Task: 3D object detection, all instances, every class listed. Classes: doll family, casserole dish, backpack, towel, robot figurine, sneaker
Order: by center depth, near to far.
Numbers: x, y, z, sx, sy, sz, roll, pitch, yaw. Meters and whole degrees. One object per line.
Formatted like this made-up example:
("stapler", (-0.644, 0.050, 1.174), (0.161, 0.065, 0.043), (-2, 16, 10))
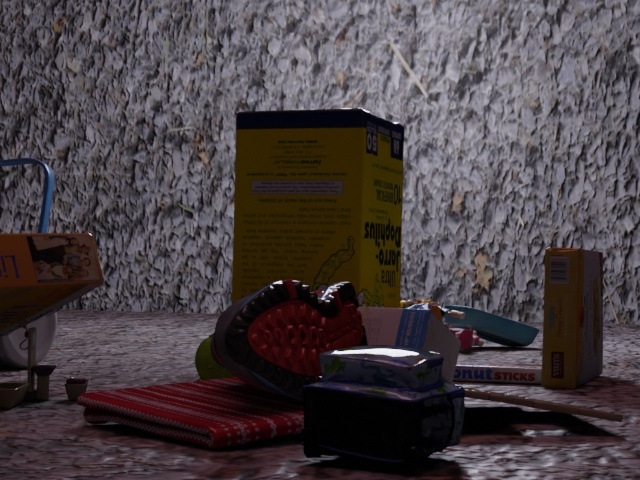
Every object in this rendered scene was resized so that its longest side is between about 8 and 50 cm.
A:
("backpack", (0.052, 0.119, 0.920), (0.105, 0.084, 0.114), (3, -3, 29))
("towel", (-0.046, 0.148, 1.101), (0.275, 0.031, 0.199), (0, 2, -44))
("sneaker", (-0.046, 0.099, 1.116), (0.125, 0.104, 0.262), (-16, -8, 18))
("robot figurine", (-0.091, 0.125, 1.396), (0.115, 0.067, 0.101), (-30, -15, -37))
("doll family", (0.154, 0.131, 2.184), (0.263, 0.118, 0.163), (1, -1, 2))
("casserole dish", (0.308, 0.159, 2.280), (0.188, 0.037, 0.114), (18, -11, -21))

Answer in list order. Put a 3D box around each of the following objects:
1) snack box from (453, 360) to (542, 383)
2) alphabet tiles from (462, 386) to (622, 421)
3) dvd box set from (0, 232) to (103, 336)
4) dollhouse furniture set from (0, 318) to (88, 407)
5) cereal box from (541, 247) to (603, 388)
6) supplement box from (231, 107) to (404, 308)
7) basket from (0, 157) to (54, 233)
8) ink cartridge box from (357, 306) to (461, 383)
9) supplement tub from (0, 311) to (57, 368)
("snack box", (0.195, 0.167, 1.600), (0.178, 0.022, 0.064), (1, 0, 11))
("alphabet tiles", (0.155, 0.147, 1.192), (0.198, 0.009, 0.237), (9, -6, -3))
("dvd box set", (-0.460, 0.071, 1.178), (0.308, 0.062, 0.420), (-24, -14, 34))
("dollhouse furniture set", (-0.281, 0.119, 1.229), (0.091, 0.081, 0.114), (1, -1, -1))
("cereal box", (0.329, 0.096, 1.619), (0.047, 0.172, 0.240), (1, -1, 21))
("supplement box", (0.000, 0.000, 1.797), (0.195, 0.356, 0.194), (1, -1, 21))
("basket", (-0.520, 0.022, 1.844), (0.255, 0.288, 0.201), (-2, -12, 11))
("ink cartridge box", (0.066, 0.127, 1.534), (0.181, 0.061, 0.104), (0, -27, 30))
("supplement tub", (-0.456, 0.108, 1.662), (0.190, 0.117, 0.117), (0, -2, 29))
